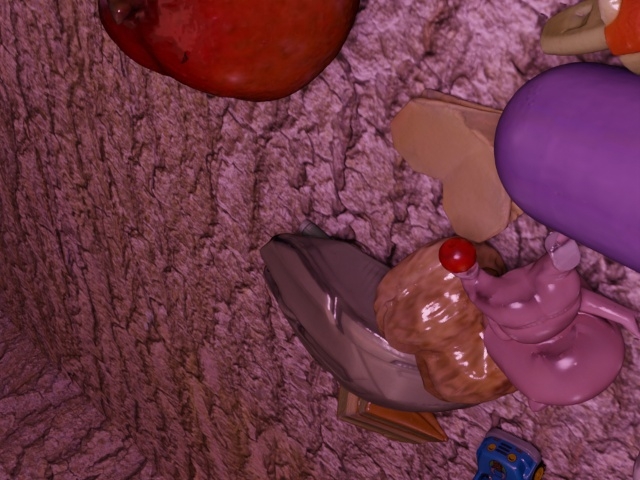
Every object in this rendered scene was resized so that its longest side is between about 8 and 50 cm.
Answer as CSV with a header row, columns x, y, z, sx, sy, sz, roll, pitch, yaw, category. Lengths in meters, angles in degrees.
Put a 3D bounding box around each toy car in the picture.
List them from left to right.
x,y,z,sx,sy,sz,roll,pitch,yaw,category
0.292,0.398,1.343,0.097,0.100,0.191,19,134,41,toy car

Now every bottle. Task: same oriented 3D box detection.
x,y,z,sx,sy,sz,roll,pitch,yaw,category
0.000,0.000,1.402,0.083,0.030,0.030,41,145,20,bottle

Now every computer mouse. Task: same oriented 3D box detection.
x,y,z,sx,sy,sz,roll,pitch,yaw,category
0.062,0.147,1.328,0.429,0.145,0.228,32,148,21,computer mouse

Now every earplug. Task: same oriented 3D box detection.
x,y,z,sx,sy,sz,roll,pitch,yaw,category
0.360,-0.038,0.767,0.456,0.215,0.215,28,140,39,earplug

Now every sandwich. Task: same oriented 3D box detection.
x,y,z,sx,sy,sz,roll,pitch,yaw,category
0.134,0.267,1.502,0.187,0.144,0.117,24,155,-22,sandwich

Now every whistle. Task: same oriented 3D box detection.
x,y,z,sx,sy,sz,roll,pitch,yaw,category
0.312,-0.207,0.732,0.106,0.131,0.288,38,158,-32,whistle

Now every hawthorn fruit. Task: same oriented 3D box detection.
x,y,z,sx,sy,sz,roll,pitch,yaw,category
-0.109,-0.302,1.017,0.295,0.311,0.295,172,90,-77,hawthorn fruit

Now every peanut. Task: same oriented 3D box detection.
x,y,z,sx,sy,sz,roll,pitch,yaw,category
0.189,0.113,1.152,0.197,0.110,0.233,-35,98,14,peanut

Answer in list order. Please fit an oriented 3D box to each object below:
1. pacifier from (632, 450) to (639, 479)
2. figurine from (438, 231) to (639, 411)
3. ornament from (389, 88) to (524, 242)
x,y,z,sx,sy,sz,roll,pitch,yaw,category
0.449,0.201,0.865,0.220,0.273,0.332,29,144,7,pacifier
0.263,0.077,1.011,0.287,0.176,0.186,47,-168,-40,figurine
0.186,-0.109,1.045,0.201,0.059,0.180,53,145,4,ornament
